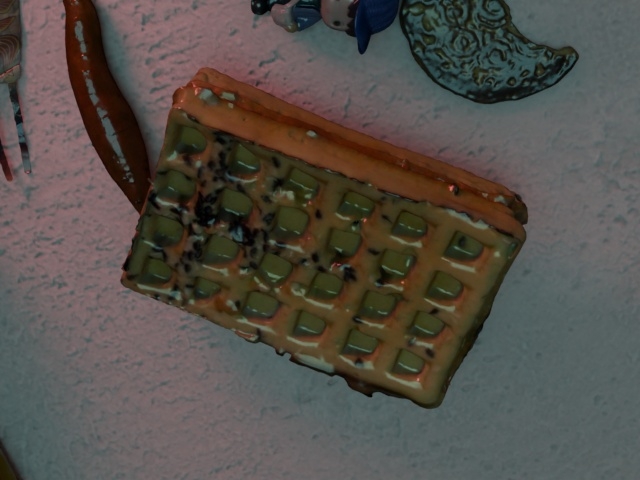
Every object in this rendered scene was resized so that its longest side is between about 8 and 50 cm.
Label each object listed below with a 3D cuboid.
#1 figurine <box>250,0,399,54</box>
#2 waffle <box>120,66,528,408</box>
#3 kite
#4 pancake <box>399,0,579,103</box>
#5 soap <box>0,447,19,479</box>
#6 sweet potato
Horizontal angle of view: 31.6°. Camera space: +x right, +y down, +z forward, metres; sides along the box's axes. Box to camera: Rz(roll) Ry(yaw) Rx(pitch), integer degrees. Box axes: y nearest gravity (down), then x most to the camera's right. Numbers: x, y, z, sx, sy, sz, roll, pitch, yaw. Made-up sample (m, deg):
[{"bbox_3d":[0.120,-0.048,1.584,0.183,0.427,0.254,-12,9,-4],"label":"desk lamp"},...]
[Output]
[{"bbox_3d":[0.006,-0.245,1.159,0.149,0.087,0.086,12,125,17],"label":"figurine"},{"bbox_3d":[0.000,0.000,1.169,0.376,0.114,0.261,23,126,0],"label":"waffle"},{"bbox_3d":[-0.372,-0.171,1.222,0.127,0.016,0.229,-13,110,-19],"label":"kite"},{"bbox_3d":[0.174,-0.236,1.169,0.184,0.020,0.190,-1,107,7],"label":"pancake"},{"bbox_3d":[-0.455,0.294,1.346,0.174,0.089,0.274,-24,101,12],"label":"soap"},{"bbox_3d":[-0.234,-0.148,1.216,0.057,0.057,0.264,-18,102,10],"label":"sweet potato"}]
